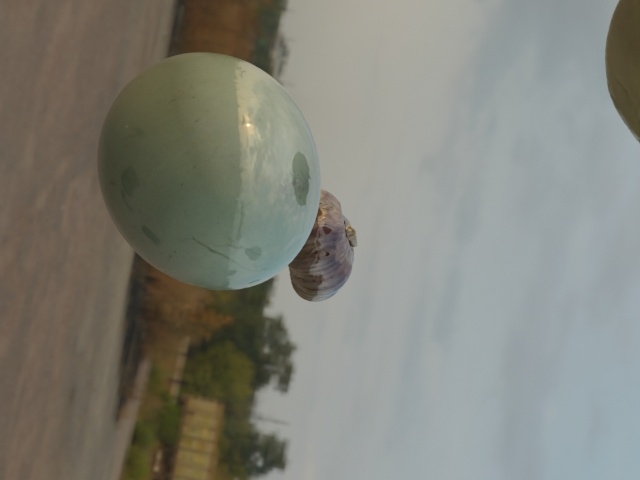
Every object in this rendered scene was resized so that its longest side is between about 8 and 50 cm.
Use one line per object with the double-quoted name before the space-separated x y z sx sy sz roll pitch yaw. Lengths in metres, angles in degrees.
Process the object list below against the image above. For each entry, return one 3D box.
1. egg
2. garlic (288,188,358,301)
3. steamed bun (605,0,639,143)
"egg" -0.090 -0.056 1.064 0.264 0.182 0.183 -124 -136 -59
"garlic" 0.000 0.000 1.769 0.147 0.102 0.159 56 25 -72
"steamed bun" 0.451 -0.168 1.280 0.334 0.312 0.233 -55 -157 39
